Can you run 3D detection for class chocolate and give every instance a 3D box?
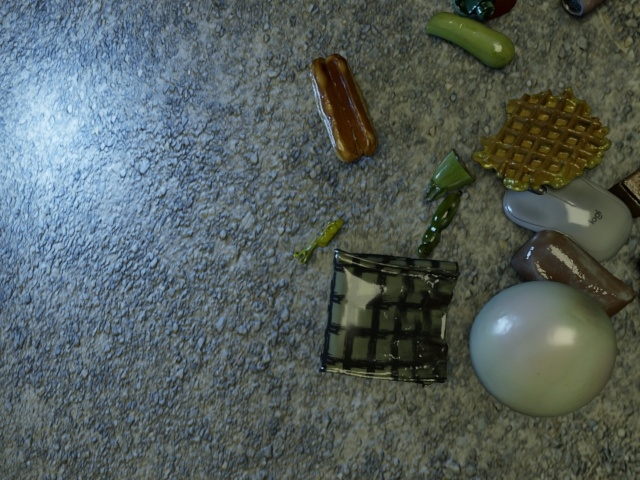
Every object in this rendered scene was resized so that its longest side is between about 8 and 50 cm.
[{"bbox_3d":[0.575,0.099,1.063,0.261,0.083,0.161,41,136,15],"label":"chocolate"}]

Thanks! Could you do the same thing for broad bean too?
[{"bbox_3d":[0.316,-0.047,1.199,0.048,0.070,0.214,29,83,8],"label":"broad bean"}]

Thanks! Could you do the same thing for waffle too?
[{"bbox_3d":[0.540,-0.252,1.115,0.300,0.058,0.281,-35,58,0],"label":"waffle"}]

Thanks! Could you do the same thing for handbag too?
[{"bbox_3d":[0.173,0.198,1.169,0.327,0.162,0.325,7,90,8],"label":"handbag"}]

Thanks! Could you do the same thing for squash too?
[{"bbox_3d":[0.406,-0.544,1.214,0.250,0.083,0.083,37,95,17],"label":"squash"},{"bbox_3d":[0.330,-0.163,1.202,0.132,0.105,0.105,-38,76,26],"label":"squash"}]

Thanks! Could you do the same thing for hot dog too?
[{"bbox_3d":[0.059,-0.380,1.282,0.135,0.100,0.337,-21,81,4],"label":"hot dog"}]

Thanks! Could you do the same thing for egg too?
[{"bbox_3d":[0.472,0.226,0.976,0.283,0.345,0.283,-1,57,2],"label":"egg"}]

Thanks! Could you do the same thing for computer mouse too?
[{"bbox_3d":[0.599,-0.070,1.097,0.297,0.121,0.184,40,97,14],"label":"computer mouse"}]

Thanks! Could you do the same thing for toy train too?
[{"bbox_3d":[0.414,-0.718,1.203,0.177,0.116,0.285,-14,76,-27],"label":"toy train"}]

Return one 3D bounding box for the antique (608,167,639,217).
[{"bbox_3d":[0.851,-0.180,1.056,0.310,0.087,0.093,-36,76,10],"label":"antique"}]

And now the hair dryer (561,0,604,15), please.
[{"bbox_3d":[0.644,-0.752,1.174,0.189,0.107,0.344,-38,68,11],"label":"hair dryer"}]

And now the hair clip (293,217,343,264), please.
[{"bbox_3d":[0.000,0.000,1.273,0.173,0.072,0.046,-42,87,12],"label":"hair clip"}]

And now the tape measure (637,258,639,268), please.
[{"bbox_3d":[0.831,0.068,1.026,0.200,0.106,0.175,-19,84,11],"label":"tape measure"}]
